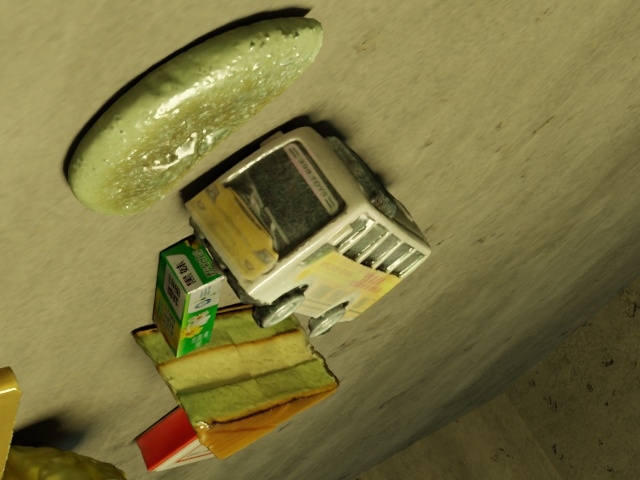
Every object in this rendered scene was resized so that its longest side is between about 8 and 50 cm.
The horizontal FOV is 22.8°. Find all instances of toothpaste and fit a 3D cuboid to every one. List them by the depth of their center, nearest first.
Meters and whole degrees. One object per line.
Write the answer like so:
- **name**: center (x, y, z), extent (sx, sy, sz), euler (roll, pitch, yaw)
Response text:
- **toothpaste**: center (-0.111, 0.049, 1.317), extent (0.037, 0.043, 0.178), euler (-26, 165, -16)

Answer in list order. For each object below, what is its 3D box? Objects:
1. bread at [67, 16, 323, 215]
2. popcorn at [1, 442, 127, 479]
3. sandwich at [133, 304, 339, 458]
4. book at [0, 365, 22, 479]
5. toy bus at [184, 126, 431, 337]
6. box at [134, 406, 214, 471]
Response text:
- **bread**: center (-0.088, -0.070, 0.968), extent (0.193, 0.036, 0.112), euler (-39, 164, 24)
- **popcorn**: center (-0.239, 0.293, 1.488), extent (0.256, 0.194, 0.255), euler (11, 174, -22)
- **sandwich**: center (-0.074, 0.111, 1.470), extent (0.144, 0.117, 0.187), euler (-34, 165, -6)
- **book**: center (-0.403, 0.201, 1.102), extent (0.389, 0.032, 0.269), euler (-18, 160, -22)
- **toy bus**: center (0.000, 0.000, 1.280), extent (0.138, 0.097, 0.342), euler (-37, 167, 6)
- **box**: center (-0.113, 0.210, 1.863), extent (0.123, 0.050, 0.229), euler (-38, 166, 19)
